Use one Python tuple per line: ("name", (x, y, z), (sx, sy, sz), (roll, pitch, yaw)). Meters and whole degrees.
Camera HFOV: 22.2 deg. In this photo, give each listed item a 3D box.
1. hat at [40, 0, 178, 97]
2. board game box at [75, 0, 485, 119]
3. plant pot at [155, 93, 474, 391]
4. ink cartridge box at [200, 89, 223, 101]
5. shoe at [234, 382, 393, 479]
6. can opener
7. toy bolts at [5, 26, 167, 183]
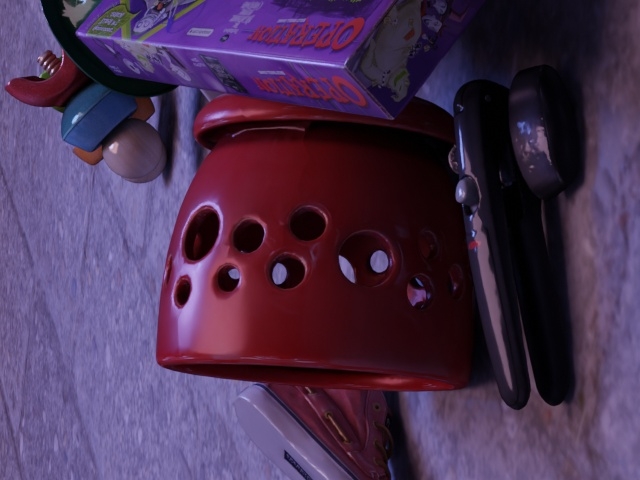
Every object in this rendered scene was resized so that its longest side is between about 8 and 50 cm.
("hat", (-0.139, -0.241, 1.542), (0.183, 0.208, 0.173), (-29, 17, 48))
("board game box", (-0.003, -0.175, 0.954), (0.208, 0.056, 0.347), (-49, 29, -14))
("plant pot", (0.000, 0.000, 0.988), (0.191, 0.191, 0.174), (165, 109, -70))
("ink cartridge box", (-0.053, -0.141, 1.189), (0.175, 0.072, 0.127), (52, -169, -41))
("shoe", (0.027, 0.146, 1.089), (0.178, 0.081, 0.063), (44, 150, 26))
("can opener", (0.102, -0.001, 0.884), (0.073, 0.059, 0.186), (153, 117, -68))
("toy bolts", (-0.193, -0.153, 1.674), (0.218, 0.158, 0.228), (-42, 3, 13))
